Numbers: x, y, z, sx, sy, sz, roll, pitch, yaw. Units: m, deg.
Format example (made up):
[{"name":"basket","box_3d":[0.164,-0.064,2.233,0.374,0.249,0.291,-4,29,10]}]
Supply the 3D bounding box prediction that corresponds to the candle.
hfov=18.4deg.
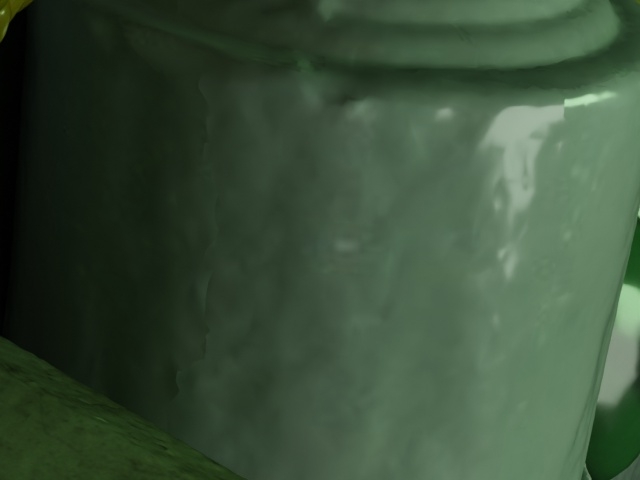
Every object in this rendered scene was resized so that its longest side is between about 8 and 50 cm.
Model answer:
[{"name":"candle","box_3d":[0.000,0.000,0.666,0.221,0.221,0.342,-33,138,-56]}]

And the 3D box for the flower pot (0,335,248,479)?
[{"name":"flower pot","box_3d":[-0.114,0.099,0.525,0.212,0.203,0.212,-55,156,-39]}]

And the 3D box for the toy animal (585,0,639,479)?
[{"name":"toy animal","box_3d":[0.113,-0.034,0.946,0.191,0.216,0.338,47,67,-36]}]

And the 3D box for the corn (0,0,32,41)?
[{"name":"corn","box_3d":[-0.132,-0.073,0.422,0.344,0.131,0.131,-52,152,-40]}]
